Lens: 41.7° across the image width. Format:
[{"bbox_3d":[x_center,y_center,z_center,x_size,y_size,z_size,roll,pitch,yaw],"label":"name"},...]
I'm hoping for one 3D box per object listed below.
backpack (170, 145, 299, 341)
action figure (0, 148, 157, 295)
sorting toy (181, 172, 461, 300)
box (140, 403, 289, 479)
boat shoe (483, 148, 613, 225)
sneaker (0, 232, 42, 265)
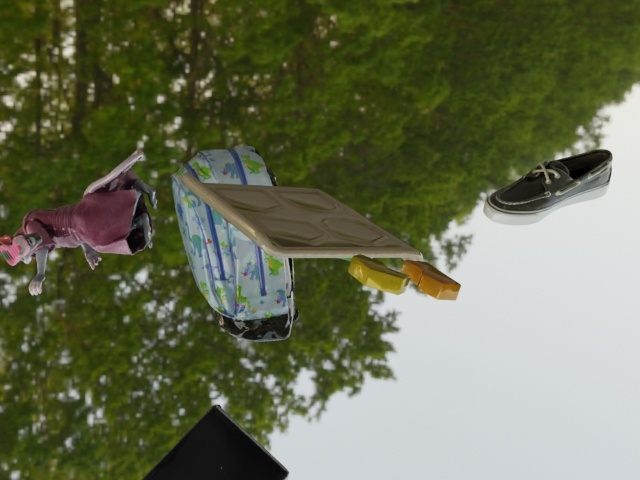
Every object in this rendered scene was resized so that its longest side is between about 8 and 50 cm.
[{"bbox_3d":[-0.171,-0.012,1.697,0.273,0.356,0.290,3,-161,-15],"label":"backpack"},{"bbox_3d":[-0.576,-0.041,1.949,0.369,0.276,0.248,-8,-167,4],"label":"action figure"},{"bbox_3d":[0.000,0.000,0.944,0.229,0.041,0.307,6,-161,-36],"label":"sorting toy"},{"bbox_3d":[-0.230,0.501,1.453,0.179,0.313,0.343,39,-112,14],"label":"box"},{"bbox_3d":[0.335,-0.086,1.235,0.219,0.070,0.078,-19,-136,-21],"label":"boat shoe"},{"bbox_3d":[-0.579,0.012,1.635,0.119,0.047,0.057,-17,-164,46],"label":"sneaker"}]
